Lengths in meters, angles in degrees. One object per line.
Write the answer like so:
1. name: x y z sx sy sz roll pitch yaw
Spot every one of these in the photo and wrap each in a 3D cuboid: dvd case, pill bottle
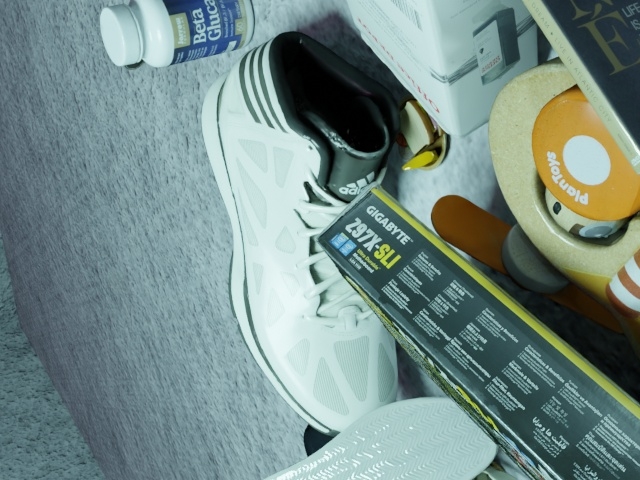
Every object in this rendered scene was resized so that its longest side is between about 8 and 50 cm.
1. dvd case: 0.187 -0.161 0.492 0.221 0.165 0.018 62 161 14
2. pill bottle: -0.175 -0.264 1.040 0.094 0.169 0.094 39 139 43

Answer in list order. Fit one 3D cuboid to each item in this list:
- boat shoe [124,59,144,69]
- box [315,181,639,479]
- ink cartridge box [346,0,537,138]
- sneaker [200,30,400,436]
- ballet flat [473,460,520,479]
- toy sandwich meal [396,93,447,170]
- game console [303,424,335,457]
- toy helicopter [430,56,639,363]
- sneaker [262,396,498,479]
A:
1. boat shoe: -0.275 -0.299 1.309 0.152 0.056 0.049 -43 65 59
2. box: 0.157 0.123 0.694 0.322 0.079 0.257 44 174 38
3. ink cartridge box: 0.079 -0.197 0.635 0.158 0.092 0.218 54 178 26
4. sneaker: -0.001 0.000 0.888 0.447 0.169 0.257 71 160 1
5. ballet flat: 0.209 0.292 0.854 0.206 0.073 0.067 38 125 38
6. toy sandwich meal: 0.092 -0.104 0.832 0.085 0.029 0.085 38 139 44
7. game console: 0.119 0.420 1.100 0.387 0.060 0.341 16 122 56
8. toy helicopter: 0.220 0.040 0.607 0.235 0.140 0.355 -17 101 58
9. sneaker: 0.066 0.257 0.938 0.169 0.293 0.108 37 -149 -64
